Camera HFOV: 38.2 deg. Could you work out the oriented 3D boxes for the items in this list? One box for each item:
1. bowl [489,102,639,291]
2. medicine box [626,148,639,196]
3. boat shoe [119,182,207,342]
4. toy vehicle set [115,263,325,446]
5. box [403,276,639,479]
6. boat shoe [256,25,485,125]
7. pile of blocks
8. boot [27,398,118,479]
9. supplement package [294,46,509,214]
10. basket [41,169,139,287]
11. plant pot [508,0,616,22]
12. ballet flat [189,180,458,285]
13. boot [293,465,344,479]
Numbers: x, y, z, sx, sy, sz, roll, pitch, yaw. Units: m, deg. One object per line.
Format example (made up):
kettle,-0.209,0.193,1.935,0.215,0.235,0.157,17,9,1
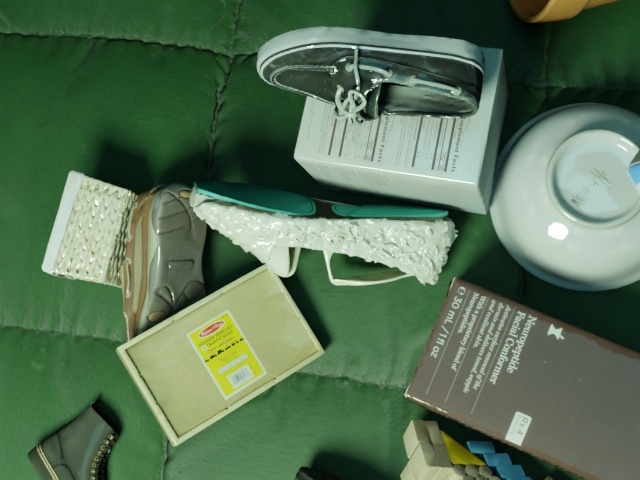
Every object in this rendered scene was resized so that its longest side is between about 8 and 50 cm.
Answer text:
bowl,0.398,-0.078,1.351,0.297,0.134,0.298,-2,80,9
medicine box,0.593,-0.041,1.193,0.149,0.263,0.289,-42,105,-39
boat shoe,-0.254,0.070,1.452,0.116,0.123,0.325,10,91,44
toy vehicle set,-0.146,0.167,1.383,0.266,0.035,0.166,-29,84,-21
box,0.327,0.216,1.312,0.381,0.143,0.191,22,82,10
boat shoe,0.060,-0.205,1.224,0.306,0.113,0.105,6,66,6
pile of blocks,0.262,0.399,1.325,0.362,0.149,0.113,40,132,21
boot,-0.345,0.359,1.432,0.137,0.077,0.198,-42,78,-5
supplement package,0.128,-0.170,1.364,0.262,0.199,0.198,10,82,15
basket,-0.355,-0.013,1.470,0.103,0.113,0.167,13,84,9
plant pot,0.405,-0.469,1.352,0.203,0.291,0.291,-3,80,-8
ballet flat,0.000,0.000,1.386,0.408,0.147,0.147,7,82,0
boot,0.048,0.503,1.328,0.338,0.118,0.223,36,93,17
